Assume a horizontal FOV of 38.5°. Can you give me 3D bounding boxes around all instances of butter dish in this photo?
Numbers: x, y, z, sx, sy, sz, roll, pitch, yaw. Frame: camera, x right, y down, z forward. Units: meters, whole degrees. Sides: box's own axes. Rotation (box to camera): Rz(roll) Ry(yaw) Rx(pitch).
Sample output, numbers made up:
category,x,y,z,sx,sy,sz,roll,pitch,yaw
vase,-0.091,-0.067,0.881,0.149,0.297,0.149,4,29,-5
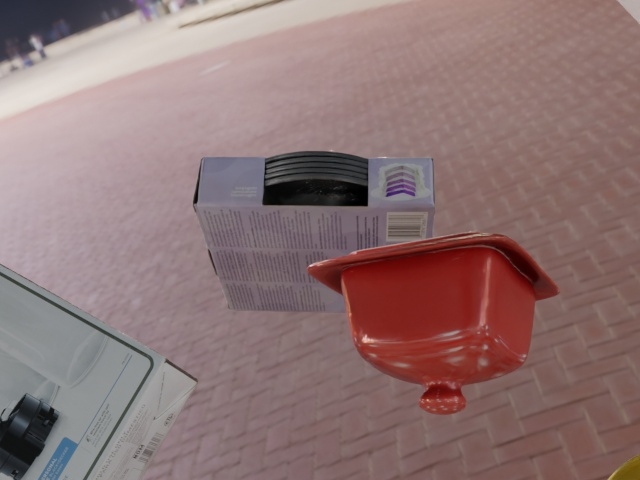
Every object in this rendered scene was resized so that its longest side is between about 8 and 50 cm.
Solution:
category,x,y,z,sx,sy,sz,roll,pitch,yaw
butter dish,0.090,0.071,0.686,0.160,0.160,0.118,-11,66,25

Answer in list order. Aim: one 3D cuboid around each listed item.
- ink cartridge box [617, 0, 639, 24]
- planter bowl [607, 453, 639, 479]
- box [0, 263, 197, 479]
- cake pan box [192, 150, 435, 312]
category,x,y,z,sx,sy,sz,roll,pitch,yaw
ink cartridge box,0.291,-0.262,0.634,0.198,0.270,0.197,-41,-9,6
planter bowl,0.339,0.314,0.861,0.090,0.217,0.217,19,12,-13
box,-0.262,0.103,0.687,0.290,0.087,0.169,27,77,17
cake pan box,0.000,0.000,1.019,0.246,0.267,0.070,-2,60,4
